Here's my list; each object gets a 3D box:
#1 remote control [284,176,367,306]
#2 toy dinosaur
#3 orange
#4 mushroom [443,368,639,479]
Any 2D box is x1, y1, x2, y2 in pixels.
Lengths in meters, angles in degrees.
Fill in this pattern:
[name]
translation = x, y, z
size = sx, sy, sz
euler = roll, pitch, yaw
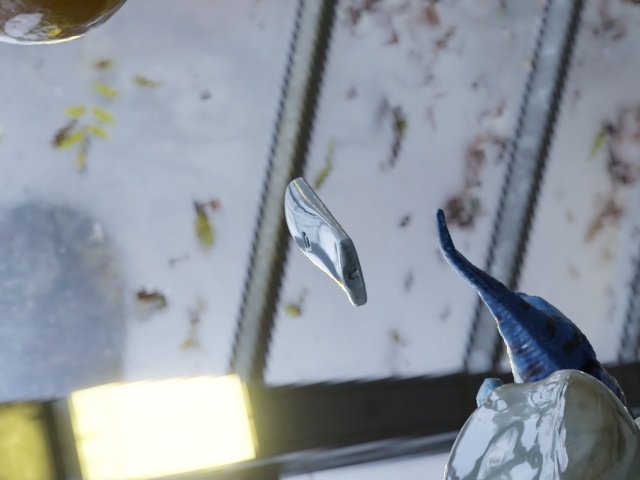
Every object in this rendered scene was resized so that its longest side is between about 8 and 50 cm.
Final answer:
[remote control]
translation = 0.000, 0.000, 1.277
size = 0.184, 0.027, 0.050
euler = -128, 22, -71
[toy dinosaur]
translation = 0.158, 0.106, 1.171
size = 0.329, 0.076, 0.144
euler = 52, 172, -8
[orange]
translation = -0.182, -0.205, 1.199
size = 0.136, 0.159, 0.159
euler = 20, -122, -28
[mushroom]
translation = 0.149, 0.153, 0.771
size = 0.243, 0.244, 0.243
euler = 31, -128, -50
